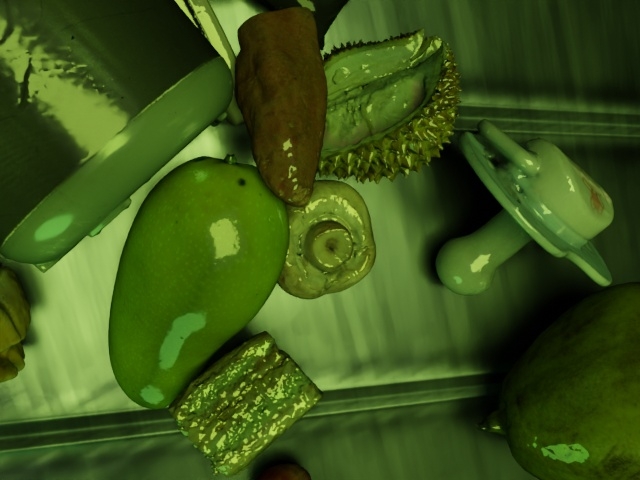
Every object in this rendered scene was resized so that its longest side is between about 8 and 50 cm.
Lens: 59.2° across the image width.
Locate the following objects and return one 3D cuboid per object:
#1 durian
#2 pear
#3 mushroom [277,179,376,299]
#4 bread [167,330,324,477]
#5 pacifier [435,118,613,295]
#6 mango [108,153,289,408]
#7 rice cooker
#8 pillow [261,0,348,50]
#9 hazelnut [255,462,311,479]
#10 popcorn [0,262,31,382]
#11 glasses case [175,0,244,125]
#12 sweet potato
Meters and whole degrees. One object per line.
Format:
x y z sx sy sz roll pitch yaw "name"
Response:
0.049 -0.139 0.664 0.138 0.237 0.193 46 55 -57 "durian"
0.390 0.212 0.733 0.375 0.287 0.287 -13 100 8 "pear"
0.000 0.000 0.671 0.148 0.112 0.148 -2 103 -11 "mushroom"
-0.077 0.181 0.631 0.138 0.196 0.102 -38 78 -9 "bread"
0.235 -0.022 0.723 0.287 0.238 0.226 23 121 -43 "pacifier"
-0.139 0.045 0.597 0.143 0.175 0.293 8 118 -49 "mango"
-0.251 -0.148 0.501 0.288 0.288 0.277 -45 105 -8 "rice cooker"
-0.034 -0.304 0.662 0.150 0.048 0.090 32 79 -18 "pillow"
-0.047 0.323 0.713 0.086 0.086 0.086 -2 96 -17 "hazelnut"
-0.362 0.081 0.549 0.152 0.167 0.148 -33 67 8 "popcorn"
-0.133 -0.224 0.625 0.051 0.081 0.204 -29 102 -10 "glasses case"
-0.040 -0.144 0.568 0.097 0.097 0.251 5 60 -17 "sweet potato"
